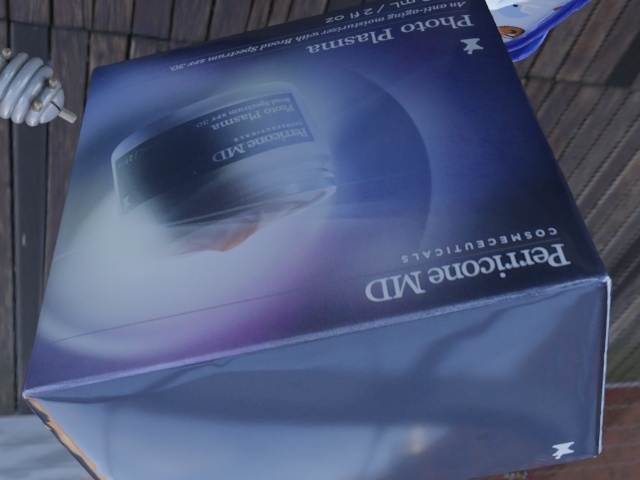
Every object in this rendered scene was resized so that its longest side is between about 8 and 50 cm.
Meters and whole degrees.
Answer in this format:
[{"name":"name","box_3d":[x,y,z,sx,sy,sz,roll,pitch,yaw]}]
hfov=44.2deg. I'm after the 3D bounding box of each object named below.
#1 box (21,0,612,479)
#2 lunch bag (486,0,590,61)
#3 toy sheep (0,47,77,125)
[{"name":"box","box_3d":[0.000,0.000,0.525,0.296,0.294,0.183,-12,136,6]},{"name":"lunch bag","box_3d":[0.274,-0.442,1.090,0.238,0.328,0.385,28,171,-8]},{"name":"toy sheep","box_3d":[-0.347,-0.177,0.923,0.132,0.091,0.091,36,124,-15]}]
